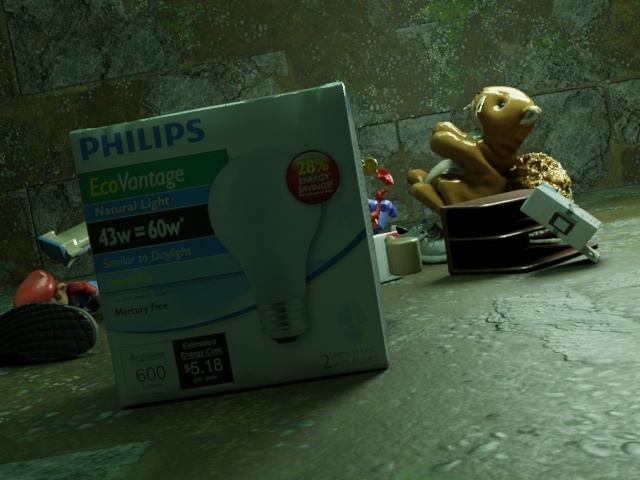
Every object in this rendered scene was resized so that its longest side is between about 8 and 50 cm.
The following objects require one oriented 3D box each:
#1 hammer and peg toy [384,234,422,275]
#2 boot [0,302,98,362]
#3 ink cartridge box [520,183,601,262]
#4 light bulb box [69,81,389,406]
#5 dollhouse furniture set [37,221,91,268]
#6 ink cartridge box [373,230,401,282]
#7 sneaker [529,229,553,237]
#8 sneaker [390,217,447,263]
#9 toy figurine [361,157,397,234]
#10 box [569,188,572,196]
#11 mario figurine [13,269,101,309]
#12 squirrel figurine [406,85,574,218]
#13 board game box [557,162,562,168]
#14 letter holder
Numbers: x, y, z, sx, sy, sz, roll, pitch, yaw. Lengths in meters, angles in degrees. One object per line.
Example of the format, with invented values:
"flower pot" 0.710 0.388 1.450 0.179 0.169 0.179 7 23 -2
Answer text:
"hammer and peg toy" 0.014 0.077 1.310 0.362 0.127 0.266 -9 2 12
"boot" -0.564 0.179 1.457 0.339 0.118 0.223 -4 0 15
"ink cartridge box" 0.504 -0.038 1.441 0.180 0.060 0.104 38 22 15
"light bulb box" -0.106 0.001 0.981 0.358 0.360 0.225 -10 4 4
"dollhouse furniture set" -0.548 0.035 1.917 0.304 0.198 0.286 13 36 42
"ink cartridge box" 0.111 0.046 1.627 0.151 0.109 0.063 -12 4 -32
"sneaker" 0.610 -0.067 2.026 0.121 0.111 0.299 -11 5 -19
"sneaker" 0.286 -0.002 1.848 0.281 0.115 0.105 -7 5 40
"toy figurine" 0.054 -0.037 1.723 0.363 0.191 0.217 -16 -30 33
"box" 0.656 -0.089 2.251 0.275 0.113 0.094 -9 2 -12
"mario figurine" -0.696 0.181 1.952 0.198 0.170 0.321 -54 -22 16
"squirrel figurine" 0.469 -0.195 1.870 0.370 0.397 0.281 -54 -3 13
"board game box" 0.663 -0.141 2.368 0.193 0.053 0.305 -11 -26 -9
"letter holder" 0.450 -0.027 1.571 0.302 0.151 0.215 -13 7 -40
